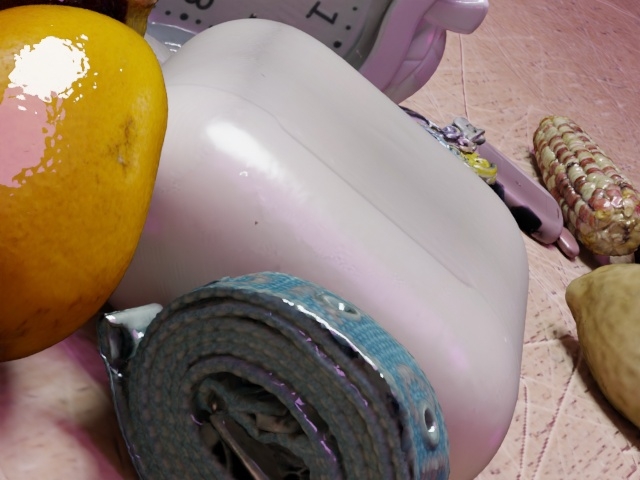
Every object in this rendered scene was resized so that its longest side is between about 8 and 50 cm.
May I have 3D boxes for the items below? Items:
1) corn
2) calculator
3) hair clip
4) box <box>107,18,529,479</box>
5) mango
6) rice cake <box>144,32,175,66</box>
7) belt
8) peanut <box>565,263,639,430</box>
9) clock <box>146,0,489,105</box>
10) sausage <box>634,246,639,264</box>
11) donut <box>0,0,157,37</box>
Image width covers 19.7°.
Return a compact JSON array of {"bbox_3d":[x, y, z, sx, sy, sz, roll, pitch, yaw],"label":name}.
[{"bbox_3d":[0.262,-0.061,1.835,0.079,0.079,0.237,33,19,-26],"label":"corn"},{"bbox_3d":[0.185,-0.046,1.739,0.166,0.024,0.103,40,19,-9],"label":"calculator"},{"bbox_3d":[0.088,-0.073,1.595,0.116,0.049,0.172,35,25,19],"label":"hair clip"},{"bbox_3d":[-0.001,0.001,1.119,0.289,0.141,0.349,41,19,-6],"label":"box"},{"bbox_3d":[-0.145,-0.035,0.885,0.145,0.112,0.219,51,44,-20],"label":"mango"},{"bbox_3d":[-0.122,-0.121,1.280,0.207,0.036,0.047,32,38,-28],"label":"rice cake"},{"bbox_3d":[-0.016,0.093,0.905,0.082,0.148,0.163,-12,85,-70],"label":"belt"},{"bbox_3d":[0.302,0.115,1.494,0.253,0.122,0.137,39,19,5],"label":"peanut"},{"bbox_3d":[-0.021,-0.242,1.318,0.338,0.338,0.102,32,20,-27],"label":"clock"},{"bbox_3d":[0.381,0.023,1.786,0.152,0.152,0.279,37,21,-15],"label":"sausage"},{"bbox_3d":[-0.177,-0.110,1.023,0.166,0.073,0.184,2,7,16],"label":"donut"}]
